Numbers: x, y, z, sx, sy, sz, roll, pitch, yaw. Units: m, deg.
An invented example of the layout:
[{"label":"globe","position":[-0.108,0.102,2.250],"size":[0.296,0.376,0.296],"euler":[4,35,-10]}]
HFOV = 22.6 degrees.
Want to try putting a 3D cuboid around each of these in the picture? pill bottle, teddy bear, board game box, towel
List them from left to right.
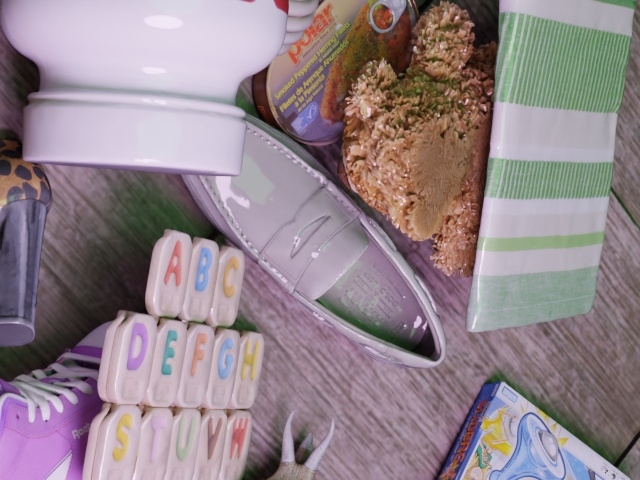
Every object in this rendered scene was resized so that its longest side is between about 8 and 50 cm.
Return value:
[{"label":"pill bottle","position":[-0.133,-0.259,1.259],"size":[0.229,0.229,0.408],"euler":[4,90,-32]},{"label":"teddy bear","position":[0.123,-0.098,1.479],"size":[0.338,0.113,0.245],"euler":[-44,129,-42]},{"label":"board game box","position":[0.215,0.251,1.582],"size":[0.201,0.035,0.136],"euler":[37,65,-18]},{"label":"towel","position":[0.212,-0.085,1.486],"size":[0.248,0.038,0.325],"euler":[-3,101,-56]}]

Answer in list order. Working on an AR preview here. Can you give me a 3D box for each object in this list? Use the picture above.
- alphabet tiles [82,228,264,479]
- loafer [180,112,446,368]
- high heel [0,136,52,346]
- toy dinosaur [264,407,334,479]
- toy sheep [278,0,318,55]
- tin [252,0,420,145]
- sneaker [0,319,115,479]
[{"label":"alphabet tiles","position":[-0.112,0.136,1.311],"size":[0.284,0.021,0.278],"euler":[19,79,-69]},{"label":"loafer","position":[0.000,0.000,1.414],"size":[0.319,0.111,0.112],"euler":[41,85,-25]},{"label":"high heel","position":[-0.344,-0.012,1.251],"size":[0.261,0.093,0.186],"euler":[6,54,-12]},{"label":"toy dinosaur","position":[-0.010,0.314,1.374],"size":[0.121,0.313,0.160],"euler":[-7,134,-21]},{"label":"toy sheep","position":[-0.046,-0.204,1.388],"size":[0.091,0.091,0.132],"euler":[2,127,-32]},{"label":"tin","position":[0.014,-0.168,1.468],"size":[0.190,0.040,0.106],"euler":[-47,118,-22]},{"label":"sneaker","position":[-0.211,0.128,1.236],"size":[0.282,0.102,0.161],"euler":[-62,147,-44]}]
